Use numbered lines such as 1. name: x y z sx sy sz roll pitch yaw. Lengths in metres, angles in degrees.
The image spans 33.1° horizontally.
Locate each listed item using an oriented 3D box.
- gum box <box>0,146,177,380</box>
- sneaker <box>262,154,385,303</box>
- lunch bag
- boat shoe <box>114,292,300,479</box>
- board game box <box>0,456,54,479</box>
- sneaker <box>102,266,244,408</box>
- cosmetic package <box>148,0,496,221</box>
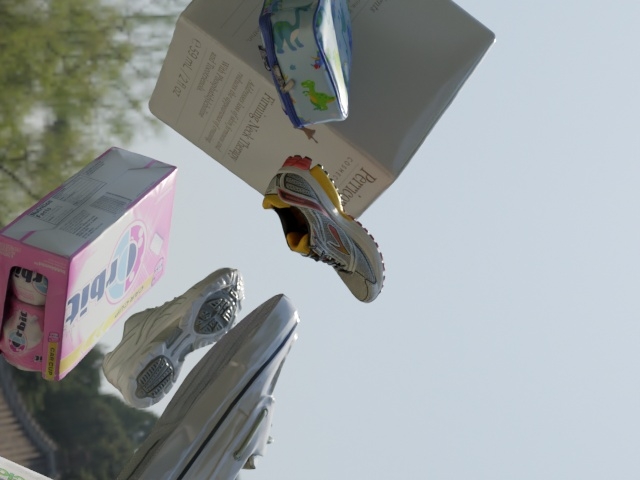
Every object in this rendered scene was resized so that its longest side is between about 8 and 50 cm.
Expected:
1. gum box: -0.182 0.015 0.834 0.188 0.062 0.107 -53 158 -58
2. sneaker: 0.000 0.000 1.422 0.088 0.093 0.225 -9 -55 54
3. lunch bag: -0.012 -0.263 1.399 0.176 0.090 0.219 68 20 -44
4. boat shoe: -0.075 0.142 0.802 0.076 0.226 0.083 46 -27 -13
5. board game box: -0.410 0.277 1.054 0.193 0.305 0.053 -62 -170 7
6. sneaker: -0.201 0.109 1.427 0.115 0.232 0.090 23 -34 42
7. cosmetic package: -0.006 -0.268 1.726 0.393 0.327 0.329 37 -25 -2
